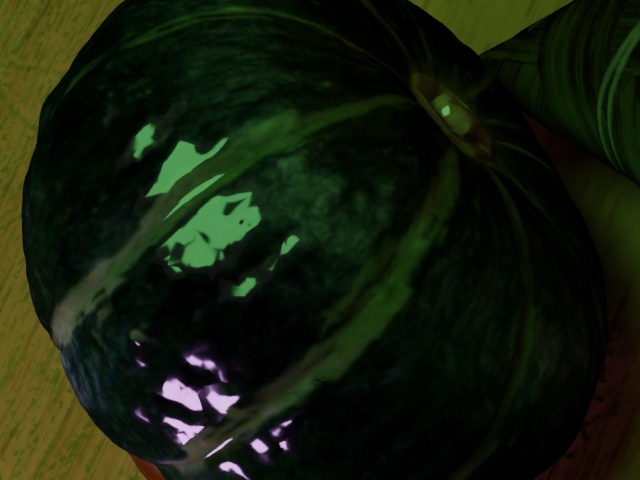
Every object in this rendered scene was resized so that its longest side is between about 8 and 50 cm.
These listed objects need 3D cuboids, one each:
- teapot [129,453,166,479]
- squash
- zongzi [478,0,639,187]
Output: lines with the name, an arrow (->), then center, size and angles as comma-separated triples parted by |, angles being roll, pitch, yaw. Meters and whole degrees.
teapot -> -0.057, 0.066, 0.811 | 0.116, 0.116, 0.173 | -49, 44, 11
squash -> 0.000, 0.000, 0.694 | 0.165, 0.252, 0.252 | -44, 46, 26
zongzi -> 0.189, -0.121, 0.697 | 0.248, 0.111, 0.241 | -50, 38, 3
